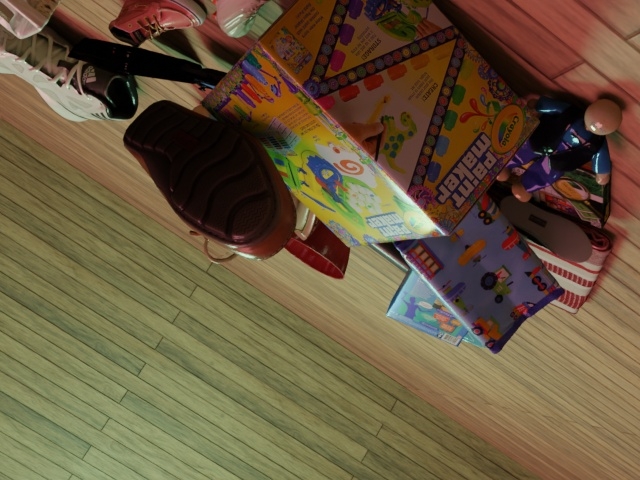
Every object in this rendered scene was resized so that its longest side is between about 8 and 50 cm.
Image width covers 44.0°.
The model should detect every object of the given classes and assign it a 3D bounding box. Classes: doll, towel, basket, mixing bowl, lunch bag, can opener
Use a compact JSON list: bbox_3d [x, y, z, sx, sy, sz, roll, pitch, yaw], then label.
[{"bbox_3d":[0.272,-0.105,0.890,0.129,0.046,0.189,43,153,-1],"label":"doll"},{"bbox_3d":[0.325,0.014,1.261,0.237,0.037,0.329,27,166,18],"label":"towel"},{"bbox_3d":[-0.536,-0.443,1.422,0.113,0.103,0.167,40,165,-31],"label":"basket"},{"bbox_3d":[0.000,0.000,1.803,0.181,0.098,0.181,30,166,9],"label":"mixing bowl"},{"bbox_3d":[0.183,-0.005,1.160,0.221,0.138,0.293,47,-176,-21],"label":"lunch bag"},{"bbox_3d":[0.189,0.045,1.590,0.283,0.076,0.095,36,165,-10],"label":"can opener"}]

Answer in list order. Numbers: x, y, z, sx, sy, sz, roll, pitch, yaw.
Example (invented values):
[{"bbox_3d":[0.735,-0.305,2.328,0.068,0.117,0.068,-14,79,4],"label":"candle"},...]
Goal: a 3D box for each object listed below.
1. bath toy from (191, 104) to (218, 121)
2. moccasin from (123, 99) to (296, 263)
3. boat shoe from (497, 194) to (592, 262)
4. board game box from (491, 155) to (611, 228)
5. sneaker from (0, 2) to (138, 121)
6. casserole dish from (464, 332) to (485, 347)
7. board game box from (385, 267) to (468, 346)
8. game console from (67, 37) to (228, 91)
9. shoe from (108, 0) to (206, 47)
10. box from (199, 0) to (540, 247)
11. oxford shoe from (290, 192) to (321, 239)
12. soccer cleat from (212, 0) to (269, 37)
[{"bbox_3d":[-0.198,-0.147,1.671,0.151,0.129,0.348,64,180,25],"label":"bath toy"},{"bbox_3d":[-0.135,-0.065,1.000,0.380,0.139,0.147,27,163,52],"label":"moccasin"},{"bbox_3d":[0.303,-0.017,1.080,0.142,0.049,0.040,33,177,4],"label":"boat shoe"},{"bbox_3d":[0.250,-0.101,1.036,0.259,0.030,0.136,25,162,29],"label":"board game box"},{"bbox_3d":[-0.537,-0.383,1.604,0.257,0.169,0.447,11,165,35],"label":"sneaker"},{"bbox_3d":[0.347,0.204,1.885,0.114,0.037,0.188,21,162,38],"label":"casserole dish"},{"bbox_3d":[0.235,0.104,1.522,0.160,0.047,0.210,24,139,1],"label":"board game box"},{"bbox_3d":[-0.206,-0.263,1.279,0.361,0.044,0.213,18,-167,19],"label":"game console"},{"bbox_3d":[-0.253,-0.334,1.218,0.178,0.081,0.063,21,163,40],"label":"shoe"},{"bbox_3d":[0.041,-0.150,0.936,0.279,0.177,0.290,44,164,-13],"label":"box"},{"bbox_3d":[-0.042,-0.085,1.558,0.130,0.123,0.348,38,165,-2],"label":"oxford shoe"},{"bbox_3d":[-0.093,-0.307,0.995,0.076,0.068,0.196,28,163,6],"label":"soccer cleat"}]
